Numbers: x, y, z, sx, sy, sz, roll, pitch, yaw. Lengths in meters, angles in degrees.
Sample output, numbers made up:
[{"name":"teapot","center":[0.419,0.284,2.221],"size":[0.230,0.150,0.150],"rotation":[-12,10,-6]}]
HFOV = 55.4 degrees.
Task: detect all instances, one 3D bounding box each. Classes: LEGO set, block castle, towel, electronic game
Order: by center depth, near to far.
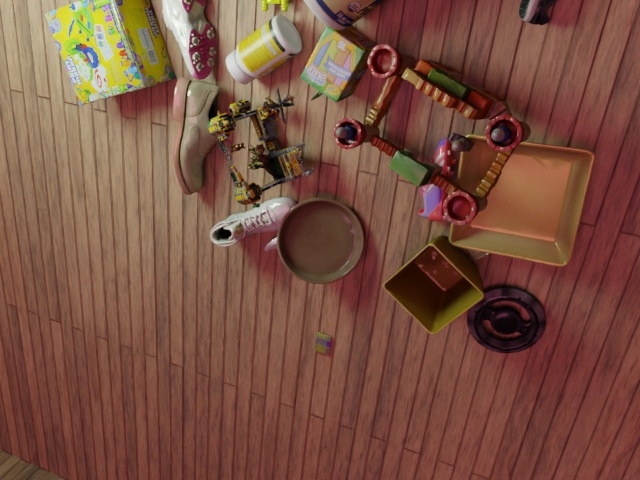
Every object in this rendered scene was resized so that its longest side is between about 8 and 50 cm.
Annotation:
[{"name":"block castle","center":[0.277,-0.279,1.567],"size":[0.453,0.212,0.303],"rotation":[38,117,22]},{"name":"LEGO set","center":[-0.165,-0.272,1.806],"size":[0.192,0.254,0.332],"rotation":[-5,101,54]},{"name":"electronic game","center":[0.560,0.242,1.844],"size":[0.229,0.048,0.229],"rotation":[6,116,12]},{"name":"towel","center":[0.009,0.367,2.166],"size":[0.060,0.009,0.083],"rotation":[16,117,17]}]

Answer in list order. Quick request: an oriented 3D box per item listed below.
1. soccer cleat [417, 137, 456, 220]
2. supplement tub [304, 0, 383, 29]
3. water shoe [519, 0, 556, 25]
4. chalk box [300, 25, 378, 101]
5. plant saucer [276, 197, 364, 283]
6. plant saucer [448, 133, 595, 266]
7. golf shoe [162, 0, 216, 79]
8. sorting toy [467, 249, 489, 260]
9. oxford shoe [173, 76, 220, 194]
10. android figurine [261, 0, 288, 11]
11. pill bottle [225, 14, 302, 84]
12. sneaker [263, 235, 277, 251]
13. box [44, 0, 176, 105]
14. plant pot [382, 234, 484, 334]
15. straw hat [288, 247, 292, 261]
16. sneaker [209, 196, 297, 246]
[{"name":"soccer cleat","center":[0.329,-0.172,1.744],"size":[0.095,0.083,0.248],"rotation":[11,119,24]},{"name":"supplement tub","center":[0.110,-0.699,1.509],"size":[0.316,0.228,0.228],"rotation":[-27,100,31]},{"name":"water shoe","center":[0.549,-0.622,1.459],"size":[0.080,0.073,0.203],"rotation":[13,120,-12]},{"name":"chalk box","center":[0.043,-0.476,1.698],"size":[0.132,0.132,0.213],"rotation":[35,123,6]},{"name":"plant saucer","center":[0.000,0.000,1.930],"size":[0.277,0.041,0.278],"rotation":[0,102,-1]},{"name":"plant saucer","center":[0.542,-0.118,1.671],"size":[0.332,0.081,0.333],"rotation":[12,116,19]},{"name":"golf shoe","center":[-0.403,-0.644,1.845],"size":[0.140,0.115,0.306],"rotation":[9,115,37]},{"name":"sorting toy","center":[0.474,0.018,1.801],"size":[0.083,0.012,0.062],"rotation":[-30,94,35]},{"name":"oxford shoe","center":[-0.389,-0.318,1.960],"size":[0.146,0.140,0.397],"rotation":[6,126,-1]},{"name":"android figurine","center":[-0.127,-0.776,1.682],"size":[0.248,0.056,0.273],"rotation":[11,115,19]},{"name":"pill bottle","center":[-0.167,-0.546,1.764],"size":[0.208,0.119,0.119],"rotation":[-25,101,30]},{"name":"sneaker","center":[-0.128,0.007,2.038],"size":[0.152,0.054,0.061],"rotation":[-32,100,31]},{"name":"box","center":[-0.656,-0.608,1.916],"size":[0.279,0.177,0.290],"rotation":[-6,111,26]},{"name":"plant pot","center":[0.346,0.106,1.795],"size":[0.212,0.187,0.212],"rotation":[44,122,-1]},{"name":"straw hat","center":[-0.053,0.037,2.010],"size":[0.145,0.144,0.061],"rotation":[66,162,-13]},{"name":"sneaker","center":[-0.222,-0.049,1.986],"size":[0.292,0.169,0.108],"rotation":[-18,103,28]}]
